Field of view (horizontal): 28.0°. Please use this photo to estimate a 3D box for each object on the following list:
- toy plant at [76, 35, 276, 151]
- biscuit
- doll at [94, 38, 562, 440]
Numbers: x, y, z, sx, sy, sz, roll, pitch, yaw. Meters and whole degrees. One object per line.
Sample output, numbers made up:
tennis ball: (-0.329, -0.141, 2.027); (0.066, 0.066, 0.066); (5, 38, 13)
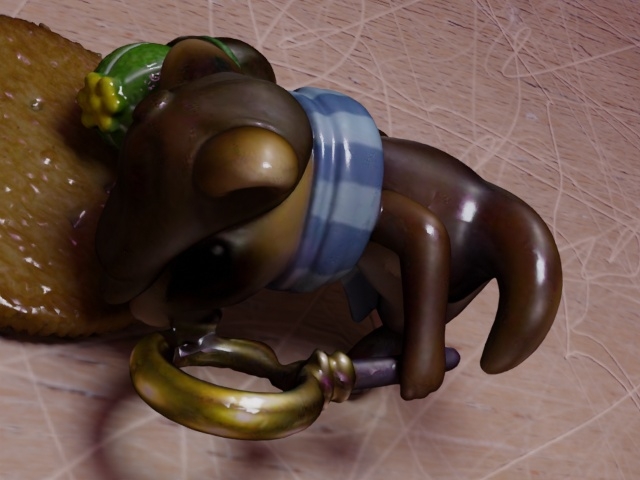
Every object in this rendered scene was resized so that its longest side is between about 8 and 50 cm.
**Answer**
toy plant: (-0.114, -0.112, 0.992); (0.162, 0.093, 0.093); (-13, 61, -47)
biscuit: (-0.221, -0.054, 0.955); (0.305, 0.038, 0.305); (22, 43, -22)
doll: (-0.002, 0.004, 0.930); (0.339, 0.209, 0.318); (16, 30, -39)
